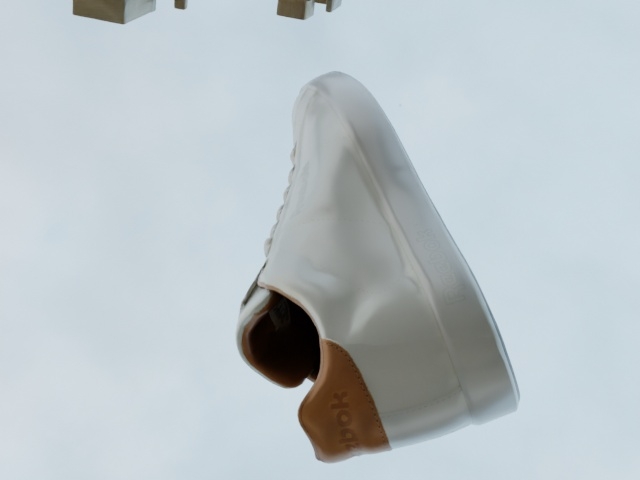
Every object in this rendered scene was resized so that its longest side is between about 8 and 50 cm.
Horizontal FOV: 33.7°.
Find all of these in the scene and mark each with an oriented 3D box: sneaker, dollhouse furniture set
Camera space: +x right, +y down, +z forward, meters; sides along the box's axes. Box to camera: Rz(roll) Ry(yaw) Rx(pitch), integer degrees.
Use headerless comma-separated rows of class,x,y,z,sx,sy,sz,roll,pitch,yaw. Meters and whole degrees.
sneaker,0.000,0.000,0.579,0.123,0.290,0.105,-23,-55,1
dollhouse furniture set,-0.071,-0.223,0.795,0.161,0.182,0.101,12,-65,11
